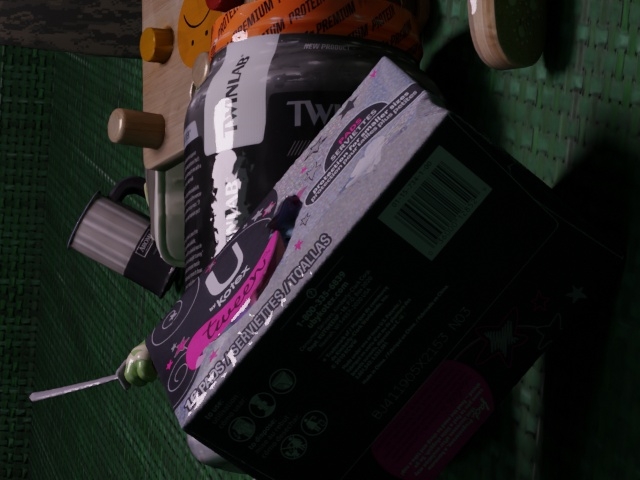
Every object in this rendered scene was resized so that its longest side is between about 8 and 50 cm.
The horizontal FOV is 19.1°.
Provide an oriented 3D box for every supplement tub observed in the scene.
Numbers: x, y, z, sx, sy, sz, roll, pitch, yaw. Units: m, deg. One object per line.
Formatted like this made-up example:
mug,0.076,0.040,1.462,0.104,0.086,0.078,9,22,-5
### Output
supplement tub,0.000,0.000,1.428,0.207,0.207,0.338,141,128,-70

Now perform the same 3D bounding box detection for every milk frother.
milk frother,-0.235,0.007,2.392,0.129,0.134,0.143,-60,-1,-39

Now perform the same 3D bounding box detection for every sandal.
sandal,0.141,-0.235,1.252,0.079,0.088,0.240,-4,91,43

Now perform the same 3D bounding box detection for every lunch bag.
lunch bag,-0.271,-0.374,2.271,0.212,0.305,0.256,124,144,-61

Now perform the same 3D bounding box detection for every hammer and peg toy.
hammer and peg toy,-0.082,-0.239,1.877,0.361,0.127,0.266,-26,62,54

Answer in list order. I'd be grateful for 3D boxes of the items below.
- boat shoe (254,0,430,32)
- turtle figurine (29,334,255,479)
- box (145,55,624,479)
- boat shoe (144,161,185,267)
boat shoe,0.000,-0.198,1.582,0.207,0.073,0.073,4,97,54
turtle figurine,-0.074,0.154,1.705,0.198,0.274,0.266,60,164,-12
box,0.033,0.036,1.195,0.247,0.163,0.142,-50,24,6
boat shoe,-0.149,-0.115,2.156,0.091,0.109,0.305,-116,28,-50
